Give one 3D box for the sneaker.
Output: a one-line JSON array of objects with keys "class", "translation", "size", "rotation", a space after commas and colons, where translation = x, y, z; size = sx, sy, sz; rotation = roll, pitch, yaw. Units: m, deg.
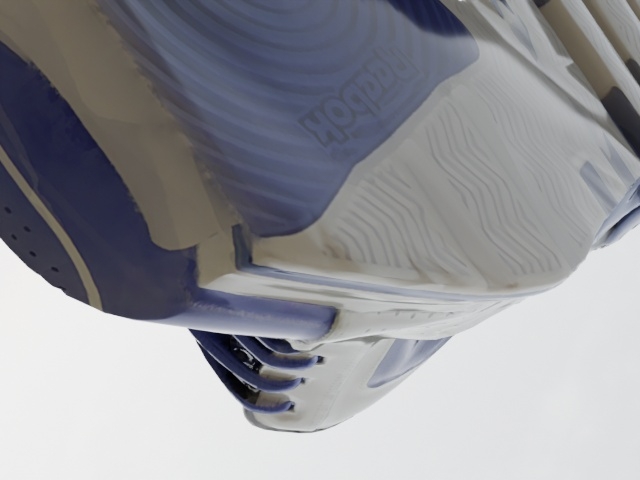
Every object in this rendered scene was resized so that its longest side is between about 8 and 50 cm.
[{"class": "sneaker", "translation": [0.001, 0.000, 0.501], "size": [0.182, 0.315, 0.127], "rotation": [-40, -106, 30]}]
